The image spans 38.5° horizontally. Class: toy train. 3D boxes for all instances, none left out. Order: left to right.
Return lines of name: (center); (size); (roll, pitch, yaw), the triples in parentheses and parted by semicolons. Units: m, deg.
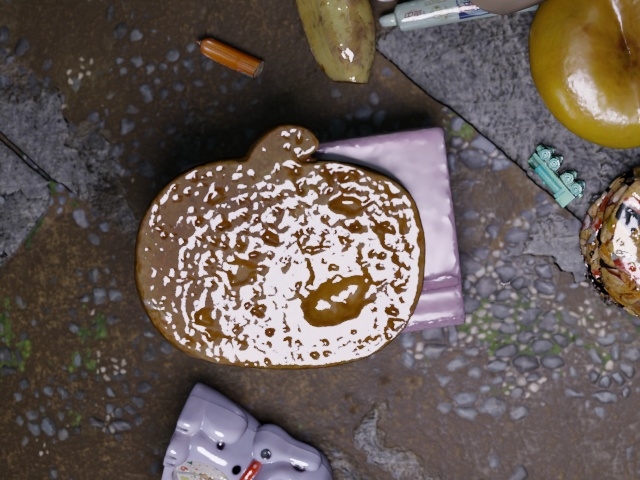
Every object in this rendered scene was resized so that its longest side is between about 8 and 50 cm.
toy train: (0.322, -0.089, 1.254); (0.092, 0.029, 0.045); (50, 119, 9)

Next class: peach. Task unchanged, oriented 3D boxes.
peach: (0.390, -0.238, 1.164); (0.251, 0.153, 0.251); (-1, 88, 19)

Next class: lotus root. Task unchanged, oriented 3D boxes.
lotus root: (0.015, -0.340, 1.275); (0.110, 0.097, 0.258); (-4, 105, 49)

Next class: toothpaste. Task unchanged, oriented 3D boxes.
toothpaste: (0.195, -0.325, 1.262); (0.233, 0.038, 0.060); (-10, 96, 12)

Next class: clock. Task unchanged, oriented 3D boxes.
clock: (-0.097, 0.335, 1.331); (0.254, 0.189, 0.189); (23, 100, 5)

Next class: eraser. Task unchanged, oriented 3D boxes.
eraser: (0.000, 0.000, 1.247); (0.359, 0.122, 0.272); (-7, 100, 0)

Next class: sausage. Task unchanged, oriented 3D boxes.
sausage: (-0.136, -0.271, 1.349); (0.107, 0.031, 0.031); (25, 100, 10)

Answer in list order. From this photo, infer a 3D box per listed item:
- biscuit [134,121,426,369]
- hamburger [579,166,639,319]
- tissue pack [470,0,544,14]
biscuit: (-0.051, 0.008, 1.160); (0.367, 0.063, 0.314); (1, 95, 0)
hamburger: (0.455, 0.008, 1.192); (0.231, 0.107, 0.231); (1, 96, 6)
tissue pack: (0.303, -0.450, 1.028); (0.387, 0.277, 0.267); (-37, 94, -28)
